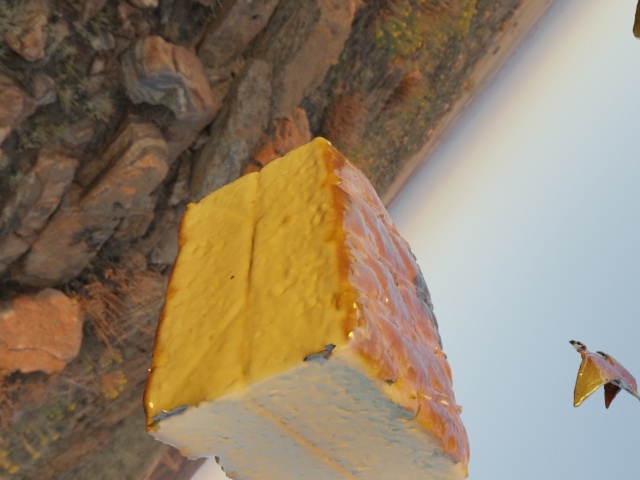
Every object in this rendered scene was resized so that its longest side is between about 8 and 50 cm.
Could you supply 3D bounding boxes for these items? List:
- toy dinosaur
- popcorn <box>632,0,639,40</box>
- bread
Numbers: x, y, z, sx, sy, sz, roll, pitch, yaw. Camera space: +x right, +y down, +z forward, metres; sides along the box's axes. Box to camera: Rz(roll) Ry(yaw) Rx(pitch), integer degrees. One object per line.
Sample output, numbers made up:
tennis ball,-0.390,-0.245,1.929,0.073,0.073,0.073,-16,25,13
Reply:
toy dinosaur,0.610,0.316,1.110,0.113,0.206,0.327,-53,168,15
popcorn,0.353,-0.186,0.328,0.249,0.249,0.225,-39,151,-64
bread,0.000,0.091,0.521,0.207,0.279,0.279,-26,-144,18
